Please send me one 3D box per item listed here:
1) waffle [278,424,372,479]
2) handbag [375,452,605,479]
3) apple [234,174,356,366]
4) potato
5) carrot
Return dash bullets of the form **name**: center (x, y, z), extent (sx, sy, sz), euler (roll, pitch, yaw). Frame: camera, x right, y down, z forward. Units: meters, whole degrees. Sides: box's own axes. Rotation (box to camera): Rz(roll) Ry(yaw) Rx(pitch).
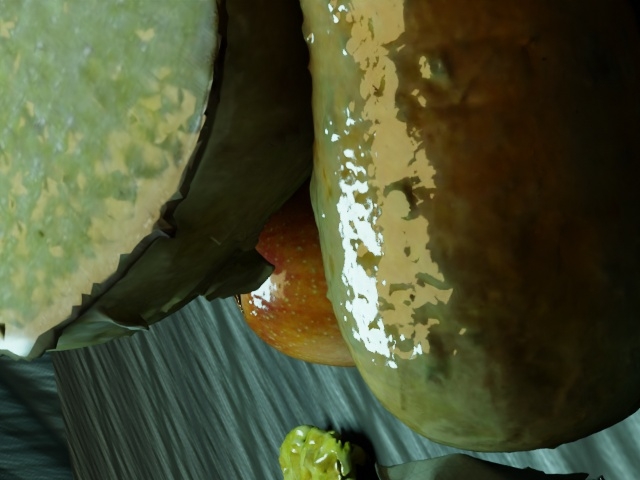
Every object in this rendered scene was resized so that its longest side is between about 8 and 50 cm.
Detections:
- **waffle**: center (0.030, 0.346, 1.731), extent (0.325, 0.068, 0.302), euler (69, 160, 9)
- **handbag**: center (0.160, 0.200, 1.006), extent (0.117, 0.270, 0.182), euler (-64, 36, 22)
- **apple**: center (0.000, 0.000, 1.389), extent (0.235, 0.173, 0.210), euler (-164, 61, -69)
- **potato**: center (-0.120, -0.143, 1.204), extent (0.385, 0.319, 0.442), euler (44, 118, 26)
- **carrot**: center (0.100, -0.055, 1.001), extent (0.224, 0.224, 0.341), euler (-160, 57, -67)
